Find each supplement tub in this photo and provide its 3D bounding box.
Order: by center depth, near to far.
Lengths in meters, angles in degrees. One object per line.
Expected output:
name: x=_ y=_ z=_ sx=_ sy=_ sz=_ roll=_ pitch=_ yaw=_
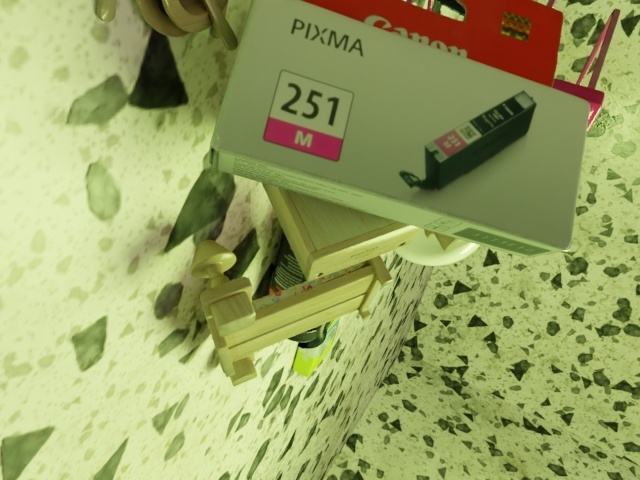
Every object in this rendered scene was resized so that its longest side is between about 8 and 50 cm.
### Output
supplement tub: x=-0.012 y=0.043 z=0.727 sx=0.106 sy=0.106 sz=0.197 roll=-32 pitch=143 yaw=-61
supplement tub: x=0.270 y=-0.078 z=1.165 sx=0.331 sy=0.241 sz=0.240 roll=-11 pitch=123 yaw=-69

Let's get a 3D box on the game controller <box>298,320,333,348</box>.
game controller: x=0.033 y=0.023 z=0.866 sx=0.166 sy=0.067 sz=0.318 roll=-20 pitch=132 yaw=-83

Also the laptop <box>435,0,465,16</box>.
laptop: x=0.184 y=-0.427 z=0.631 sx=0.234 sy=0.265 sz=0.136 roll=-68 pitch=-161 yaw=9

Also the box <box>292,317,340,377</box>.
box: x=0.002 y=0.170 z=1.039 sx=0.109 sy=0.043 sz=0.178 roll=-38 pitch=148 yaw=-57

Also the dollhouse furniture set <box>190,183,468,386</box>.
dollhouse furniture set: x=0.000 y=0.000 z=0.604 sx=0.304 sy=0.173 sz=0.355 roll=-19 pitch=158 yaw=-16

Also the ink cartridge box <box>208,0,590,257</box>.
ink cartridge box: x=0.078 y=-0.134 z=0.413 sx=0.060 sy=0.275 sz=0.238 roll=147 pitch=-43 yaw=-75

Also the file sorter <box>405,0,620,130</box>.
file sorter: x=0.161 y=-0.189 z=0.622 sx=0.182 sy=0.291 sz=0.202 roll=-61 pitch=163 yaw=-26

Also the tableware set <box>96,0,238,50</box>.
tableware set: x=-0.068 y=-0.224 z=0.327 sx=0.128 sy=0.039 sz=0.194 roll=-32 pitch=142 yaw=-61
